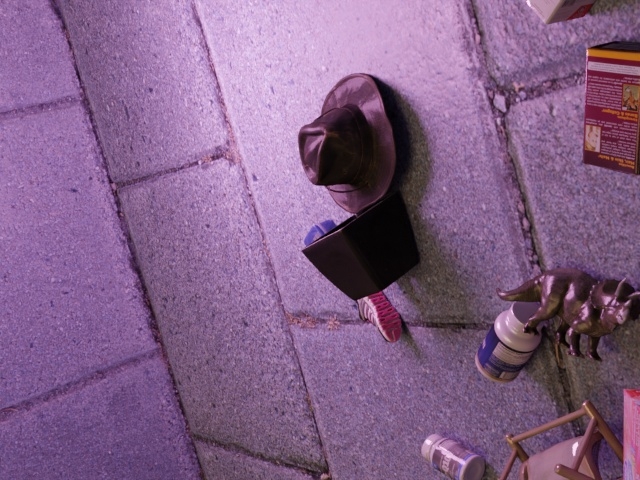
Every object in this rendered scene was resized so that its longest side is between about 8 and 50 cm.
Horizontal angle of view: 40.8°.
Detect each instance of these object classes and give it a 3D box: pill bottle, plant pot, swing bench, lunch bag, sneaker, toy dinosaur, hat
[{"bbox_3d":[0.300,0.499,1.965,0.137,0.078,0.078,21,123,49],"label":"pill bottle"},{"bbox_3d":[0.105,0.025,1.924,0.167,0.188,0.187,57,147,-4],"label":"plant pot"},{"bbox_3d":[0.481,0.466,1.594,0.254,0.165,0.253,41,143,-3],"label":"swing bench"},{"bbox_3d":[0.000,0.000,2.151,0.067,0.065,0.098,56,144,20],"label":"lunch bag"},{"bbox_3d":[0.134,0.178,2.054,0.170,0.063,0.075,59,145,26],"label":"sneaker"},{"bbox_3d":[0.452,0.116,1.533,0.313,0.121,0.160,28,101,58],"label":"toy dinosaur"},{"bbox_3d":[0.028,-0.211,1.905,0.331,0.133,0.332,20,113,60],"label":"hat"},{"bbox_3d":[0.374,0.195,1.683,0.094,0.094,0.169,50,141,28],"label":"pill bottle"}]

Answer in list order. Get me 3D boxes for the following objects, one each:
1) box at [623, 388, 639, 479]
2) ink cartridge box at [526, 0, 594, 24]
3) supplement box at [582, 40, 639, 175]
[{"bbox_3d":[0.567,0.396,1.361,0.142,0.154,0.300,-46,-46,-81],"label":"box"},{"bbox_3d":[0.397,-0.408,1.329,0.056,0.099,0.135,56,144,22],"label":"ink cartridge box"},{"bbox_3d":[0.475,-0.207,1.337,0.104,0.080,0.188,22,124,49],"label":"supplement box"}]
